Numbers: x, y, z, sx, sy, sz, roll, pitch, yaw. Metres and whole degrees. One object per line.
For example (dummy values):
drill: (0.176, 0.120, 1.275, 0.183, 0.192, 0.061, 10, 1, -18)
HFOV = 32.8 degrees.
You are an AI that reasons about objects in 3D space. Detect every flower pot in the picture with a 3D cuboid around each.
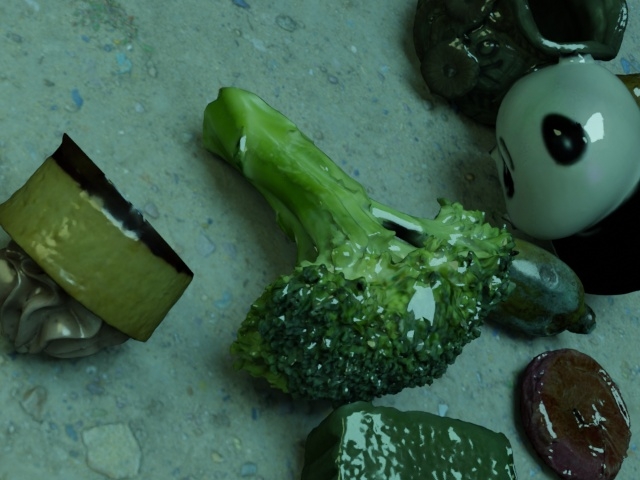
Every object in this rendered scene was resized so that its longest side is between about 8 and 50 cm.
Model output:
flower pot: (0.282, -0.310, 1.584, 0.301, 0.213, 0.302, 18, 53, -26)

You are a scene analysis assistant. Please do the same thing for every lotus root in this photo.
lotus root: (0.280, 0.069, 1.421, 0.192, 0.113, 0.088, 27, 15, -16)

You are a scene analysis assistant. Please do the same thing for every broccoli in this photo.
broccoli: (-0.003, 0.010, 1.189, 0.397, 0.275, 0.353, 40, 16, -6)

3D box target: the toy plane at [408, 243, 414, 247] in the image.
toy plane: (0.109, 0.032, 1.368, 0.102, 0.040, 0.111, 30, 51, -3)

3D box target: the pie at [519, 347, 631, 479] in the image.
pie: (0.326, 0.225, 1.393, 0.182, 0.049, 0.182, 19, 56, -30)

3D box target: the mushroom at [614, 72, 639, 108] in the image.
mushroom: (0.523, -0.196, 1.724, 0.285, 0.151, 0.156, 23, 50, -22)

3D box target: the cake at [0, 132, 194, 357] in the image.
cake: (-0.244, 0.025, 1.049, 0.178, 0.185, 0.208, -39, 111, -7)

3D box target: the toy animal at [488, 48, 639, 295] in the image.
toy animal: (0.361, -0.096, 1.448, 0.310, 0.251, 0.251, 46, 41, -37)

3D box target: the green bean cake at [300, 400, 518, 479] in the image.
green bean cake: (0.094, 0.291, 1.123, 0.227, 0.125, 0.223, 13, 58, -15)
